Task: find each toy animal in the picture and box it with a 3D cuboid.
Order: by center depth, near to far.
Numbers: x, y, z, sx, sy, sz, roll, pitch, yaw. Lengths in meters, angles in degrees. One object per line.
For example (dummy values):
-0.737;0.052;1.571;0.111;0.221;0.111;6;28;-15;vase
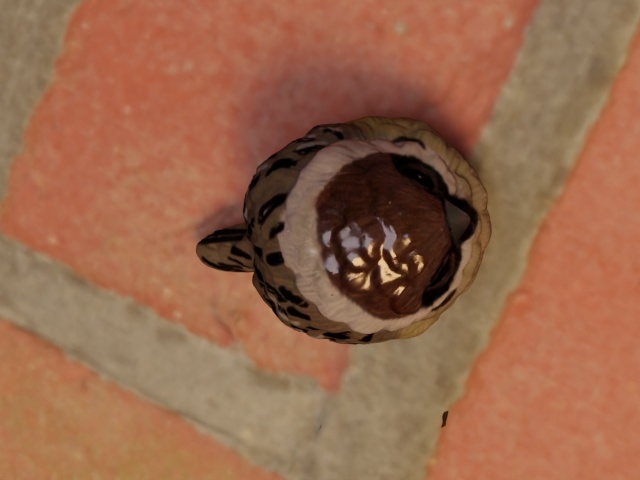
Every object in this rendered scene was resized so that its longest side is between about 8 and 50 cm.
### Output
0.000;0.000;0.681;0.137;0.098;0.098;-10;97;18;toy animal
